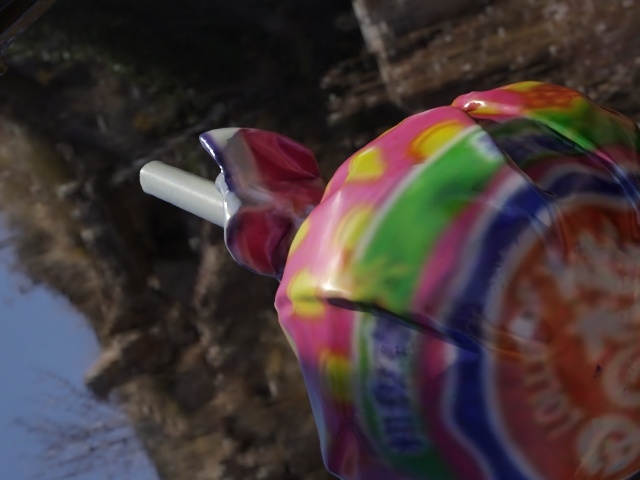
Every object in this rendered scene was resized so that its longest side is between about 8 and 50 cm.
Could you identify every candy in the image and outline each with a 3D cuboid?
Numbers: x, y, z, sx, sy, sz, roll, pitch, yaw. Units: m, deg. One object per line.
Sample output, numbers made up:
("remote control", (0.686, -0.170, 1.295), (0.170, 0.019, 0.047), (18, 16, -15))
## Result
("candy", (0.000, 0.000, 0.525), (0.365, 0.124, 0.124), (24, 138, 65))

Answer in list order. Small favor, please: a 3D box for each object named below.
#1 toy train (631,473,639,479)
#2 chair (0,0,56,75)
("toy train", (0.212, 0.067, 0.545), (0.089, 0.410, 0.086), (84, 179, -45))
("chair", (-0.379, -0.220, 1.273), (0.240, 0.416, 0.203), (46, -166, 12))
